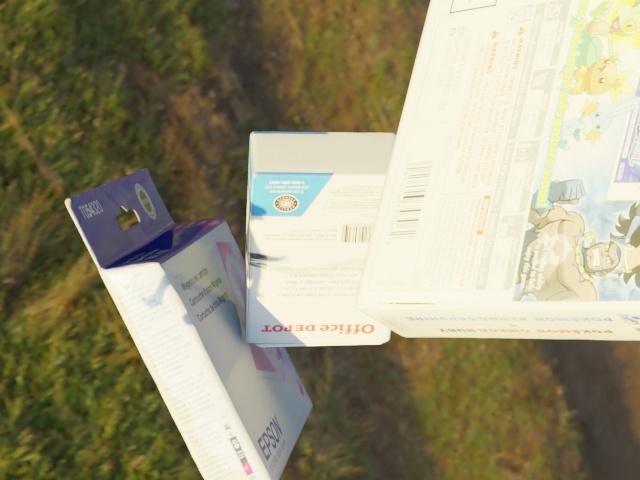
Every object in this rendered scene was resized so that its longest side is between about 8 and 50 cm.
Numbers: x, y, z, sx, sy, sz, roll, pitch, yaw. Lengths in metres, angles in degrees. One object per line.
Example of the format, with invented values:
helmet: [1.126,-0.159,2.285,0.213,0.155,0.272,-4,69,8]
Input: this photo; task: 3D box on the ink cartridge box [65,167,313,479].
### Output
ink cartridge box: [-0.118,0.076,1.512,0.324,0.071,0.330,-53,119,-79]

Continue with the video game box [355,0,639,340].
video game box: [0.120,-0.059,0.612,0.048,0.187,0.205,33,65,-42]

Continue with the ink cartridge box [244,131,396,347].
ink cartridge box: [0.000,0.000,1.462,0.148,0.203,0.086,0,35,-7]
